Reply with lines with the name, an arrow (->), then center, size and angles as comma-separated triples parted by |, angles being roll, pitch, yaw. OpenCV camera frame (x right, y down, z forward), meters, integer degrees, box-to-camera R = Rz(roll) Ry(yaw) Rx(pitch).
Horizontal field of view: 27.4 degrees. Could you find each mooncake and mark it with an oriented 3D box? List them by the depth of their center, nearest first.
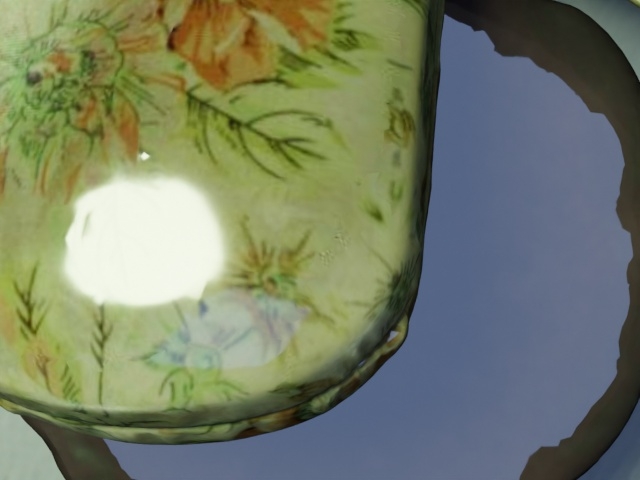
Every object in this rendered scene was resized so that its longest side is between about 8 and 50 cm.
mooncake -> 0.000, 0.000, 0.556 | 0.283, 0.141, 0.283 | 0, 100, -1

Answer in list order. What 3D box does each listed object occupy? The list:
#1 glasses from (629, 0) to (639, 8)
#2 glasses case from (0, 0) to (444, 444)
glasses -> 0.149, -0.206, 0.557 | 0.189, 0.088, 0.220 | 40, 81, -11
glasses case -> -0.033, -0.145, 0.434 | 0.156, 0.098, 0.425 | 2, 69, 10
